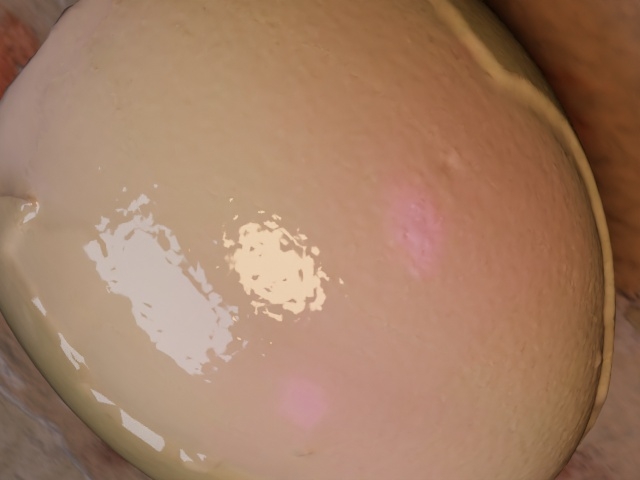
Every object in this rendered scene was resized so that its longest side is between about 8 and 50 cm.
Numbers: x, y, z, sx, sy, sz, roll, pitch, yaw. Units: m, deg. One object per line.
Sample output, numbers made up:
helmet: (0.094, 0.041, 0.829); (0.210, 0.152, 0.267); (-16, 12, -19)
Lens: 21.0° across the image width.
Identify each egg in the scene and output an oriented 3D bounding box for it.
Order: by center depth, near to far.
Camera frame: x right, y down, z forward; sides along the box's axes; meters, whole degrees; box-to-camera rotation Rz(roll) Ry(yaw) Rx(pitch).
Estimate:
egg: (0.000, 0.000, 0.545); (0.217, 0.183, 0.183); (36, 149, -8)
